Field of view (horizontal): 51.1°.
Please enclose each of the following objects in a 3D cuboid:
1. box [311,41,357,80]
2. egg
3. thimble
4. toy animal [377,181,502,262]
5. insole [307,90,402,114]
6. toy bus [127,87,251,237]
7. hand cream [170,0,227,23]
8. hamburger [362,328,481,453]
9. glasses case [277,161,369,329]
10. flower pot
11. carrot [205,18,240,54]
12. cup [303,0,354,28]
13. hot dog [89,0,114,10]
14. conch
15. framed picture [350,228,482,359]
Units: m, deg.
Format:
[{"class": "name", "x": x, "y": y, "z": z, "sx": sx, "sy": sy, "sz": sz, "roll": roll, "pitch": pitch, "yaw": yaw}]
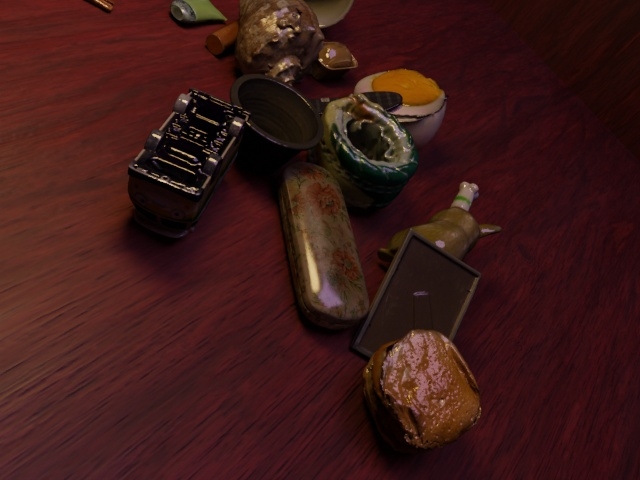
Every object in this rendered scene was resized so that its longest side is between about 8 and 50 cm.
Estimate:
[{"class": "box", "x": 0.034, "y": -0.533, "z": 1.973, "sx": 0.111, "sy": 0.111, "sz": 0.177, "roll": 53, "pitch": 40, "yaw": 11}, {"class": "egg", "x": 0.223, "y": -0.366, "z": 1.938, "sx": 0.264, "sy": 0.174, "sz": 0.286, "roll": -13, "pitch": 47, "yaw": -15}, {"class": "thimble", "x": 0.102, "y": -0.224, "z": 1.682, "sx": 0.254, "sy": 0.167, "sz": 0.288, "roll": -7, "pitch": 61, "yaw": -32}, {"class": "toy animal", "x": 0.307, "y": 0.003, "z": 1.663, "sx": 0.181, "sy": 0.180, "sz": 0.363, "roll": 49, "pitch": 41, "yaw": 8}, {"class": "insole", "x": 0.072, "y": -0.370, "z": 1.807, "sx": 0.309, "sy": 0.012, "sz": 0.110, "roll": -4, "pitch": 46, "yaw": -5}, {"class": "toy bus", "x": -0.261, "y": -0.146, "z": 1.312, "sx": 0.143, "sy": 0.179, "sz": 0.306, "roll": 23, "pitch": 41, "yaw": -3}, {"class": "hand cream", "x": -0.328, "y": -0.611, "z": 1.780, "sx": 0.095, "sy": 0.046, "sz": 0.175, "roll": 46, "pitch": 32, "yaw": 4}, {"class": "hamburger", "x": 0.192, "y": 0.297, "z": 1.313, "sx": 0.244, "sy": 0.163, "sz": 0.245, "roll": 10, "pitch": 65, "yaw": -23}, {"class": "glasses case", "x": 0.000, "y": 0.000, "z": 1.469, "sx": 0.156, "sy": 0.098, "sz": 0.426, "roll": 10, "pitch": 50, "yaw": -28}, {"class": "flower pot", "x": -0.128, "y": -0.253, "z": 1.545, "sx": 0.235, "sy": 0.148, "sz": 0.235, "roll": 21, "pitch": 44, "yaw": -22}, {"class": "carrot", "x": -0.224, "y": -0.558, "z": 1.802, "sx": 0.067, "sy": 0.067, "sz": 0.225, "roll": 43, "pitch": 40, "yaw": -1}, {"class": "cup", "x": -0.055, "y": -0.819, "z": 2.111, "sx": 0.300, "sy": 0.228, "sz": 0.257, "roll": -2, "pitch": 37, "yaw": -6}, {"class": "hot dog", "x": -0.531, "y": -0.572, "z": 1.587, "sx": 0.083, "sy": 0.021, "sz": 0.037, "roll": 28, "pitch": 52, "yaw": -20}, {"class": "conch", "x": -0.091, "y": -0.548, "z": 1.765, "sx": 0.297, "sy": 0.209, "sz": 0.353, "roll": 17, "pitch": 72, "yaw": -64}, {"class": "framed picture", "x": 0.213, "y": 0.150, "z": 1.451, "sx": 0.213, "sy": 0.016, "sz": 0.289, "roll": 31, "pitch": 77, "yaw": -16}]
